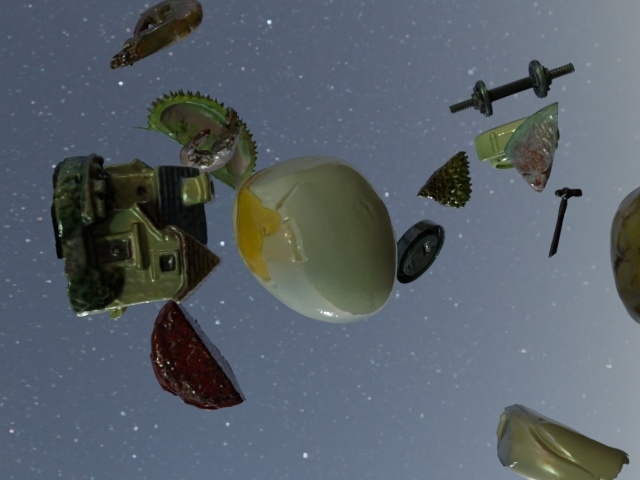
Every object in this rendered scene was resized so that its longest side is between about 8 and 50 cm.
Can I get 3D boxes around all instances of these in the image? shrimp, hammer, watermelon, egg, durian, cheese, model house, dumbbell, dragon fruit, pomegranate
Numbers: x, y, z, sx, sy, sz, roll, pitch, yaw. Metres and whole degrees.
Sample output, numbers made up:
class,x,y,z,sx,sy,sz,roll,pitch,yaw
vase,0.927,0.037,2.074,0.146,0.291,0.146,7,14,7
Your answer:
class,x,y,z,sx,sy,sz,roll,pitch,yaw
shrimp,-0.418,-0.521,1.529,0.287,0.152,0.063,-40,-24,-18
hammer,0.546,-0.037,1.401,0.021,0.065,0.178,-120,27,-59
shrimp,-0.262,-0.235,1.486,0.133,0.236,0.053,7,-122,-29
watermelon,0.368,-0.157,1.063,0.081,0.094,0.180,-26,-45,-16
egg,0.000,0.000,1.168,0.345,0.283,0.283,56,-142,-5
durian,-0.311,-0.288,1.710,0.352,0.158,0.169,37,-121,-27
cheese,0.478,0.431,1.256,0.266,0.233,0.127,39,-108,-76
durian,0.325,-0.138,1.464,0.108,0.119,0.186,47,-144,1
model house,-0.329,-0.016,1.170,0.261,0.266,0.321,154,109,-84
dumbbell,0.388,-0.309,1.260,0.081,0.254,0.082,-18,-90,-80
dragon fruit,-0.339,0.316,1.597,0.317,0.152,0.205,55,174,0
pomegranate,0.699,0.028,1.132,0.332,0.332,0.333,2,-93,-59

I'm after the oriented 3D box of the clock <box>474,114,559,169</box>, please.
class,x,y,z,sx,sy,sz,roll,pitch,yaw
clock,0.448,-0.209,1.369,0.232,0.170,0.069,6,-111,-62

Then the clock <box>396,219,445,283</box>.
class,x,y,z,sx,sy,sz,roll,pitch,yaw
clock,0.294,0.034,1.887,0.215,0.042,0.215,-31,-38,-28
